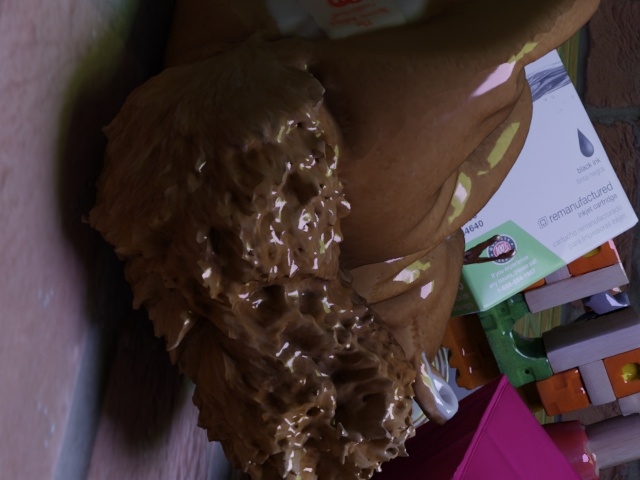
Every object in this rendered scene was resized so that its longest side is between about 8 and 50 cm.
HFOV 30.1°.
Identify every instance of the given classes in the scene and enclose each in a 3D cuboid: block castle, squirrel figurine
[{"bbox_3d":[0.241,0.046,1.398,0.303,0.213,0.453,-81,150,-68],"label":"block castle"},{"bbox_3d":[0.000,0.000,0.862,0.397,0.281,0.370,-53,153,-40],"label":"squirrel figurine"}]

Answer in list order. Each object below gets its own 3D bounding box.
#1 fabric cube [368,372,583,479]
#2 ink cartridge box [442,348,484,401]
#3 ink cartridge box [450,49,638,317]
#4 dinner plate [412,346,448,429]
[{"bbox_3d":[0.110,0.310,0.977,0.258,0.254,0.259,55,22,0],"label":"fabric cube"},{"bbox_3d":[0.200,0.262,1.649,0.283,0.117,0.207,45,49,-66],"label":"ink cartridge box"},{"bbox_3d":[0.139,-0.090,1.116,0.273,0.198,0.115,64,-24,-2],"label":"ink cartridge box"},{"bbox_3d":[0.113,0.176,1.476,0.141,0.017,0.141,-5,97,-48],"label":"dinner plate"}]
